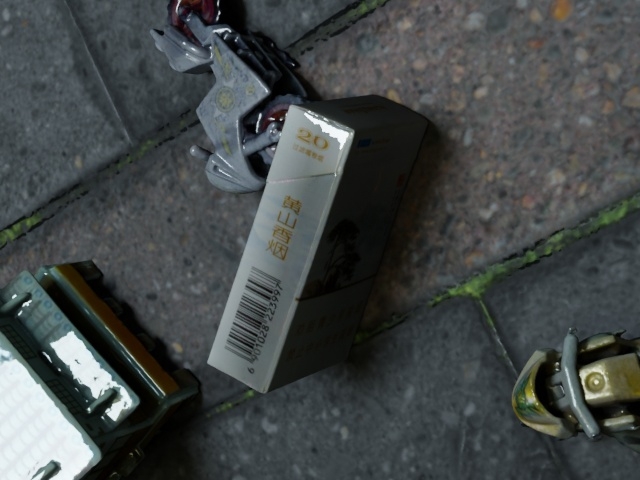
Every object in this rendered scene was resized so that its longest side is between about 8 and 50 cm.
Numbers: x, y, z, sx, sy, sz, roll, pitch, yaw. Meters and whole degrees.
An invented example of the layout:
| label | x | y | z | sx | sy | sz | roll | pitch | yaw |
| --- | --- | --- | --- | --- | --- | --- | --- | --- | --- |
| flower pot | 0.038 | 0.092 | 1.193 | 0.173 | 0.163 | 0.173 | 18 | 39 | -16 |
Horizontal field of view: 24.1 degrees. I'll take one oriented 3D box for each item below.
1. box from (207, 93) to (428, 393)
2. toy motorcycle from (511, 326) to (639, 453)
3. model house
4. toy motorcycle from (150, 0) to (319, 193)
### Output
| label | x | y | z | sx | sy | sz | roll | pitch | yaw |
| --- | --- | --- | --- | --- | --- | --- | --- | --- | --- |
| box | 0.000 | -0.001 | 1.238 | 0.067 | 0.149 | 0.233 | 25 | 108 | 20 |
| toy motorcycle | 0.242 | 0.108 | 1.135 | 0.229 | 0.130 | 0.094 | -20 | 67 | 29 |
| model house | -0.266 | 0.153 | 1.364 | 0.224 | 0.215 | 0.198 | 48 | 117 | 15 |
| toy motorcycle | -0.079 | -0.128 | 1.309 | 0.122 | 0.080 | 0.215 | -49 | 63 | 26 |
